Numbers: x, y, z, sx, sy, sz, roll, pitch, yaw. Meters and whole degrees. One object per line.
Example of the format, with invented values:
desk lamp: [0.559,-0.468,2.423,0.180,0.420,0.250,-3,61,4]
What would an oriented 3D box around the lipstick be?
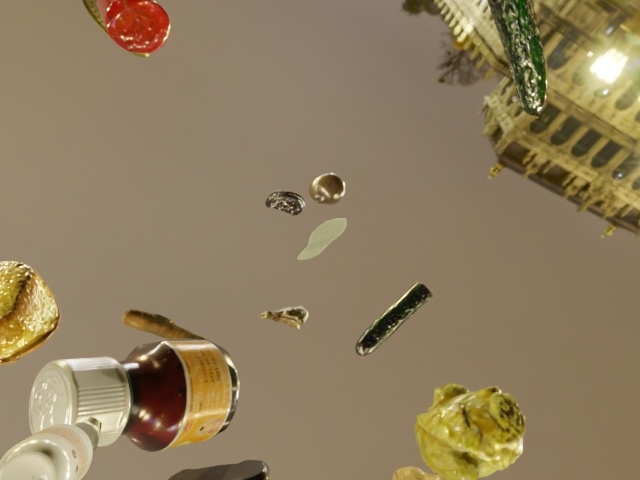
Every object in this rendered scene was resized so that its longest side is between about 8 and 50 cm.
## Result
lipstick: [-0.260,-0.317,0.658,0.073,0.073,0.279,7,-150,-34]

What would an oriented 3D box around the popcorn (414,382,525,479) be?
popcorn: [0.337,0.438,1.144,0.194,0.256,0.255,53,-162,-7]

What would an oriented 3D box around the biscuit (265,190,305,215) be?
biscuit: [-0.081,-0.086,1.166,0.087,0.089,0.026,46,-141,-50]

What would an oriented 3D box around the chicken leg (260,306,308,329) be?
chicken leg: [-0.113,0.252,1.655,0.178,0.070,0.093,14,-170,-39]

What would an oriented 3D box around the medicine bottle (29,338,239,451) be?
medicine bottle: [-0.383,0.327,1.061,0.395,0.242,0.242,11,-141,-49]

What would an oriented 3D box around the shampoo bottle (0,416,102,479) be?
shampoo bottle: [-0.302,0.249,0.583,0.074,0.192,0.073,2,-99,-10]

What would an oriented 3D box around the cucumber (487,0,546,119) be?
cucumber: [0.324,-0.332,0.820,0.293,0.068,0.067,59,-156,-27]

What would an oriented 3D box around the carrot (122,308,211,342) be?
carrot: [-0.491,0.301,1.667,0.342,0.070,0.070,31,-150,-35]

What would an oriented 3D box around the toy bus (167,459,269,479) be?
toy bus: [-0.282,0.700,1.374,0.303,0.147,0.127,-9,-171,2]

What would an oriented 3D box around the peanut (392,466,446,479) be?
peanut: [0.358,0.845,1.736,0.117,0.263,0.101,27,-113,-43]

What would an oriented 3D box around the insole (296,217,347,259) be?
insole: [0.000,0.000,0.701,0.053,0.152,0.002,-8,-109,-24]

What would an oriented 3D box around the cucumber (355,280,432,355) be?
cucumber: [0.097,0.111,0.693,0.032,0.133,0.032,47,172,8]

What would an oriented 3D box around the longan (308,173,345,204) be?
longan: [0.018,-0.149,1.496,0.114,0.092,0.113,-5,-134,5]

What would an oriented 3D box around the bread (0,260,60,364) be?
bread: [-0.732,0.162,1.128,0.269,0.145,0.268,-3,-140,2]

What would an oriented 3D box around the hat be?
hat: [-0.340,-0.407,0.899,0.146,0.067,0.146,47,-160,-22]
